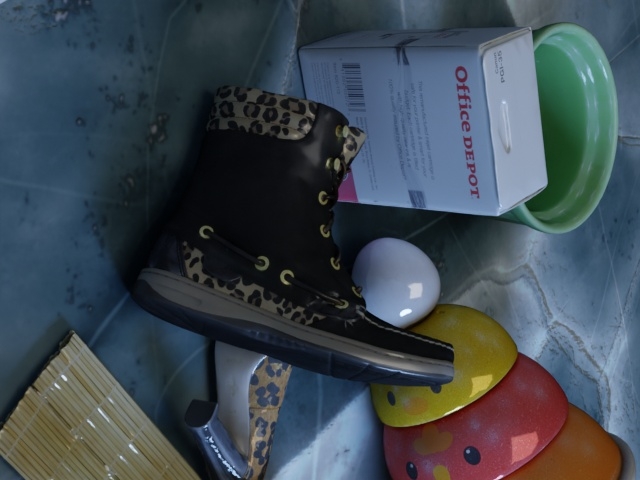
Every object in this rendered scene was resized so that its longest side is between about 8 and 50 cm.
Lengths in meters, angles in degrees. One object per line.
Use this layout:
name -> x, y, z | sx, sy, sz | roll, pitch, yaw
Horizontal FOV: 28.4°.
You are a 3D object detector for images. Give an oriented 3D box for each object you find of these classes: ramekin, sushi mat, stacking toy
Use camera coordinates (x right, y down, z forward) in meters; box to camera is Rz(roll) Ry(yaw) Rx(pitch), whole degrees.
ramekin -> 0.297, -0.165, 1.852 | 0.303, 0.148, 0.303 | -9, 102, -48
sushi mat -> -0.234, 0.256, 1.411 | 0.151, 0.019, 0.316 | -54, 130, -27
stacking toy -> 0.175, 0.210, 1.721 | 0.351, 0.351, 0.479 | -41, 104, -37

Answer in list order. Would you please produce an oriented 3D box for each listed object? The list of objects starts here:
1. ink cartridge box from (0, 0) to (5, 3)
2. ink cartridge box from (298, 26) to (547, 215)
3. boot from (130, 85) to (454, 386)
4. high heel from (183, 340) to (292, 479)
ink cartridge box -> -0.413, -0.204, 0.955 | 0.385, 0.279, 0.160 | -42, 123, -38
ink cartridge box -> 0.126, -0.150, 1.561 | 0.117, 0.283, 0.207 | -27, 115, -43
boot -> 0.000, 0.000, 1.456 | 0.378, 0.138, 0.284 | 17, 73, -5
high heel -> -0.069, 0.186, 1.554 | 0.261, 0.093, 0.186 | -55, 144, -33
